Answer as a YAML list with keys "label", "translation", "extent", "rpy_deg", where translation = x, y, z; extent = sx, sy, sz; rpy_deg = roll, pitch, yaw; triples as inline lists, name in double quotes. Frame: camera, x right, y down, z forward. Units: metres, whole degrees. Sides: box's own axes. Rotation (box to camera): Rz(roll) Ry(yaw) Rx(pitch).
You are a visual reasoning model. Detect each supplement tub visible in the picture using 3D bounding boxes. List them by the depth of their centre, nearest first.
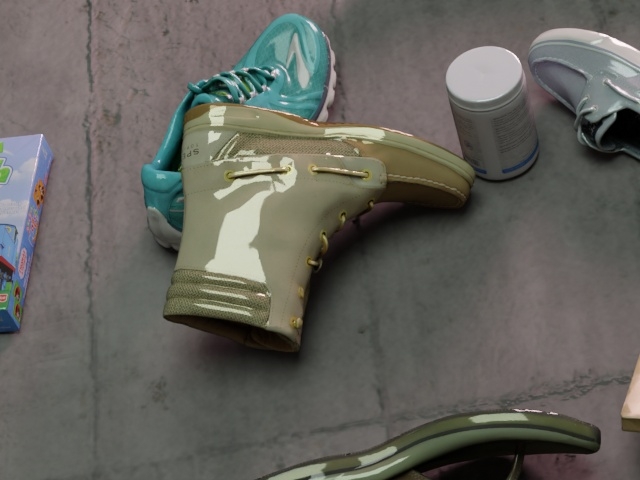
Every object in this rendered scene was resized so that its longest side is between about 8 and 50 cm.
- label: "supplement tub"
  translation: [0.153, -0.111, 1.717]
  extent: [0.071, 0.107, 0.071]
  rpy_deg: [-8, 49, 9]

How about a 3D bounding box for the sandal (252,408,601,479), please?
- label: "sandal"
  translation: [0.071, 0.195, 1.500]
  extent: [0.302, 0.120, 0.086]
  rpy_deg: [-16, 76, 4]

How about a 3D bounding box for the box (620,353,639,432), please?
- label: "box"
  translation: [0.344, 0.106, 1.496]
  extent: [0.201, 0.021, 0.164]
  rpy_deg: [4, 27, 18]

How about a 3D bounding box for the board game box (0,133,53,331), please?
- label: "board game box"
  translation: [-0.344, -0.003, 1.811]
  extent: [0.160, 0.039, 0.211]
  rpy_deg: [-6, 49, 12]

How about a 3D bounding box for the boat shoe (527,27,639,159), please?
- label: "boat shoe"
  translation: [0.266, -0.115, 1.707]
  extent: [0.227, 0.079, 0.081]
  rpy_deg: [28, 59, 29]

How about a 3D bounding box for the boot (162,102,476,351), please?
- label: "boot"
  translation: [0.000, 0.000, 1.672]
  extent: [0.262, 0.095, 0.203]
  rpy_deg: [10, 71, -13]

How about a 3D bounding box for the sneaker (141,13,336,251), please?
- label: "sneaker"
  translation: [-0.073, -0.113, 1.780]
  extent: [0.107, 0.110, 0.275]
  rpy_deg: [16, 56, 27]
